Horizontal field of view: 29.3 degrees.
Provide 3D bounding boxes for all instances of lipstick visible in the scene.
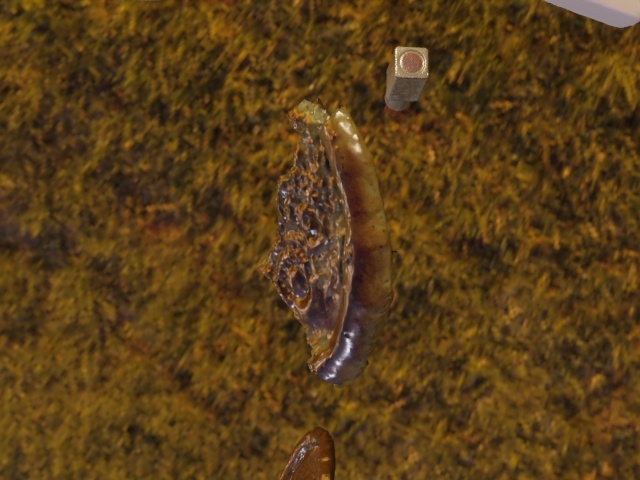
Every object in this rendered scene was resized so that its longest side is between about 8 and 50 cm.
[{"bbox_3d":[0.074,-0.139,1.118,0.030,0.030,0.129,2,167,-4],"label":"lipstick"}]

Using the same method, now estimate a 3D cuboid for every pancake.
[{"bbox_3d":[0.003,0.004,1.804,0.305,0.066,0.427,43,136,37],"label":"pancake"},{"bbox_3d":[-0.023,0.299,1.354,0.021,0.199,0.199,15,139,-15],"label":"pancake"}]

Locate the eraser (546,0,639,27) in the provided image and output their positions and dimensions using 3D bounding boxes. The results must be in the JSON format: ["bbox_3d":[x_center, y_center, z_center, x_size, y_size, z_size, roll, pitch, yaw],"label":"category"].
[{"bbox_3d":[0.220,-0.290,0.778,0.078,0.076,0.298,22,96,1],"label":"eraser"}]
